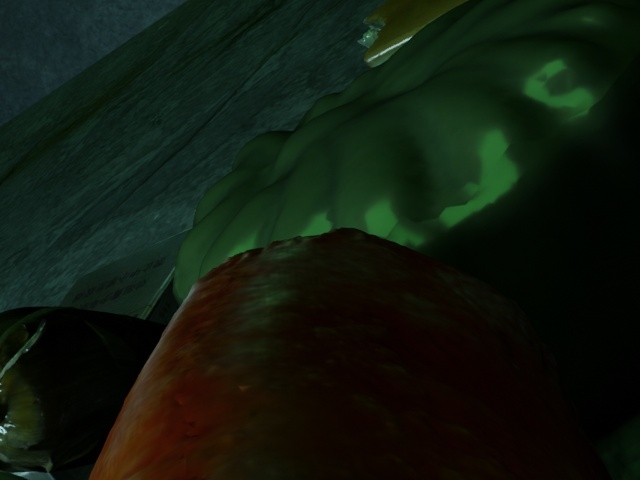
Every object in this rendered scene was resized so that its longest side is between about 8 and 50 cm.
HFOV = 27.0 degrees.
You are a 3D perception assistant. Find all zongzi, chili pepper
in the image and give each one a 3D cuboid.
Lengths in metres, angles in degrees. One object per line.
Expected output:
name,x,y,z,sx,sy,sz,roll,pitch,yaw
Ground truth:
zongzi,-0.125,0.089,0.862,0.241,0.111,0.248,-8,-4,-13
chili pepper,0.036,0.122,0.512,0.305,0.251,0.229,-73,9,-64

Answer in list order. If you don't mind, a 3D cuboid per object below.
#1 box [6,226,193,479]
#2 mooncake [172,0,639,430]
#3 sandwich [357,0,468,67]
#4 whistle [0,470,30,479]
box,-0.214,0.118,1.171,0.180,0.047,0.325,-21,26,34
mooncake,0.076,-0.013,0.820,0.351,0.187,0.351,-28,23,13
sandwich,0.148,-0.133,1.000,0.198,0.155,0.227,-39,21,-1
whistle,-0.177,0.206,0.843,0.288,0.131,0.106,-3,69,51
